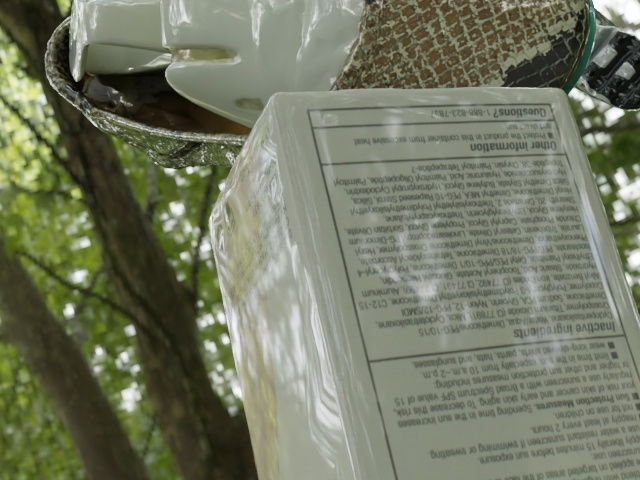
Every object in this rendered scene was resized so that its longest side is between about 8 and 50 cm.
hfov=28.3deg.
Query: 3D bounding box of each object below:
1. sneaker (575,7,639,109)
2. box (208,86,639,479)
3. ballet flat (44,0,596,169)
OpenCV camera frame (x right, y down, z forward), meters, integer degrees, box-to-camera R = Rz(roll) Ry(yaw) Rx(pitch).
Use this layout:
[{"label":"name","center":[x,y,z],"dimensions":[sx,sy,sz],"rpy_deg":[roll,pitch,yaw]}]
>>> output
[{"label":"sneaker","center":[0.230,-0.198,1.204],"dimensions":[0.078,0.234,0.106],"rpy_deg":[-48,-17,6]},{"label":"box","center":[0.059,0.099,0.517],"dimensions":[0.148,0.311,0.121],"rpy_deg":[-2,-25,-21]},{"label":"ballet flat","center":[-0.056,-0.116,0.795],"dimensions":[0.182,0.164,0.482],"rpy_deg":[15,-5,-32]}]
